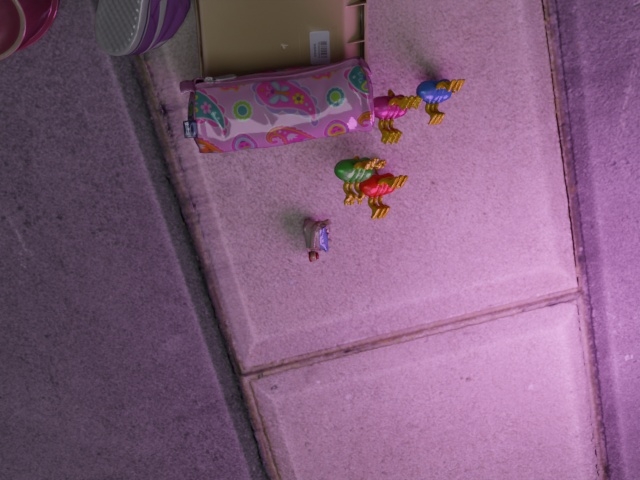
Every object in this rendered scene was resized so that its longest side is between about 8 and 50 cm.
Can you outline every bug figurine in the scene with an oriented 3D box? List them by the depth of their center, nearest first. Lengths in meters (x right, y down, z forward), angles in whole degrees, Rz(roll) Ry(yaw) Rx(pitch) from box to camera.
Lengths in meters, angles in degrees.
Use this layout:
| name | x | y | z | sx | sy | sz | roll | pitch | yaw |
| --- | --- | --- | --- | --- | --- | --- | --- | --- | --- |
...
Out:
| name | x | y | z | sx | sy | sz | roll | pitch | yaw |
| --- | --- | --- | --- | --- | --- | --- | --- | --- | --- |
| bug figurine | 0.116 | -0.164 | 1.883 | 0.216 | 0.072 | 0.279 | -7 | 133 | -57 |

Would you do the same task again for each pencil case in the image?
| name | x | y | z | sx | sy | sz | roll | pitch | yaw |
| --- | --- | --- | --- | --- | --- | --- | --- | --- | --- |
| pencil case | -0.062 | -0.203 | 1.716 | 0.284 | 0.124 | 0.124 | -7 | 121 | -1 |

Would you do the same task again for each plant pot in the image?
| name | x | y | z | sx | sy | sz | roll | pitch | yaw |
| --- | --- | --- | --- | --- | --- | --- | --- | --- | --- |
| plant pot | -0.485 | -0.350 | 1.680 | 0.201 | 0.180 | 0.201 | -3 | 122 | -6 |

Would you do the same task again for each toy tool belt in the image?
| name | x | y | z | sx | sy | sz | roll | pitch | yaw |
| --- | --- | --- | --- | --- | --- | --- | --- | --- | --- |
| toy tool belt | 0.000 | 0.000 | 2.026 | 0.051 | 0.052 | 0.083 | -6 | 122 | 6 |

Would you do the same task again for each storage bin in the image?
| name | x | y | z | sx | sy | sz | roll | pitch | yaw |
| --- | --- | --- | --- | --- | --- | --- | --- | --- | --- |
| storage bin | -0.062 | -0.320 | 1.789 | 0.260 | 0.123 | 0.262 | -5 | 121 | -6 |

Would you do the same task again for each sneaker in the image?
| name | x | y | z | sx | sy | sz | roll | pitch | yaw |
| --- | --- | --- | --- | --- | --- | --- | --- | --- | --- |
| sneaker | -0.240 | -0.413 | 1.712 | 0.102 | 0.161 | 0.282 | 31 | 112 | 17 |
